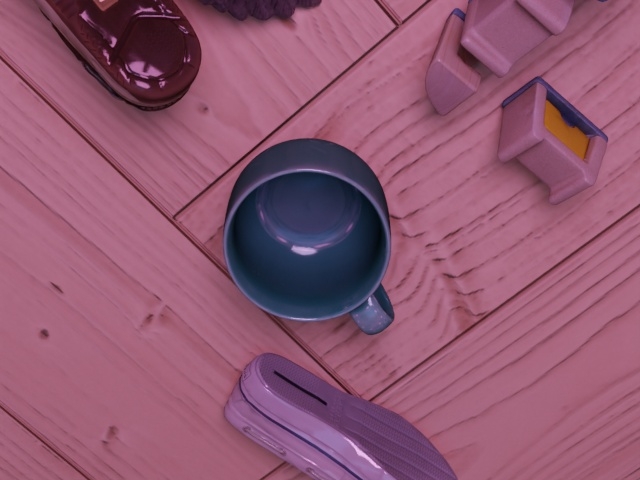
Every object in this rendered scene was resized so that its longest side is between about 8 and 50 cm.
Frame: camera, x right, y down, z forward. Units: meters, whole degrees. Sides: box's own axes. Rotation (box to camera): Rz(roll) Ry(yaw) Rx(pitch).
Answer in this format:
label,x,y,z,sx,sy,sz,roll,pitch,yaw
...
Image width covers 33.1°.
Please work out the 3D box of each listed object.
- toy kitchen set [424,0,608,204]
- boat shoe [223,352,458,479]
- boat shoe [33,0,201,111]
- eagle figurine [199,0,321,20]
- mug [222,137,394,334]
label,x,y,z,sx,sy,sz,roll,pitch,yaw
toy kitchen set,0.200,-0.151,0.783,0.166,0.122,0.207,37,139,-17
boat shoe,0.018,0.185,0.969,0.226,0.083,0.076,36,123,-3
boat shoe,-0.182,-0.200,0.767,0.095,0.095,0.257,-31,90,-14
eagle figurine,-0.031,-0.290,0.675,0.225,0.226,0.298,-32,108,-7
mug,-0.009,-0.003,0.858,0.130,0.097,0.157,-3,116,1
